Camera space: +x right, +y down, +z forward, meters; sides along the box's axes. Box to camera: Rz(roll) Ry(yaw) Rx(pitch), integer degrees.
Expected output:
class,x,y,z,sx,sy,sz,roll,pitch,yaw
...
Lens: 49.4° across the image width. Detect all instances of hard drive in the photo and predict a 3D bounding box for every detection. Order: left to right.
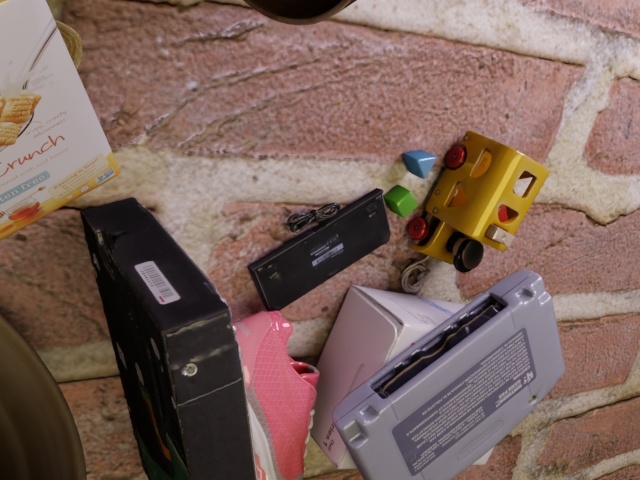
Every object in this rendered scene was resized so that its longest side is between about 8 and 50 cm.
class,x,y,z,sx,sy,sz,roll,pitch,yaw
hard drive,-0.132,0.154,0.651,0.064,0.237,0.338,-17,121,-25

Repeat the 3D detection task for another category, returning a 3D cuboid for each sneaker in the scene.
class,x,y,z,sx,sy,sz,roll,pitch,yaw
sneaker,-0.048,0.214,0.818,0.136,0.116,0.313,-30,126,-19

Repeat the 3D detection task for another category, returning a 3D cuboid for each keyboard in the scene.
class,x,y,z,sx,sy,sz,roll,pitch,yaw
keyboard,0.000,0.000,0.799,0.180,0.023,0.108,-32,134,-17

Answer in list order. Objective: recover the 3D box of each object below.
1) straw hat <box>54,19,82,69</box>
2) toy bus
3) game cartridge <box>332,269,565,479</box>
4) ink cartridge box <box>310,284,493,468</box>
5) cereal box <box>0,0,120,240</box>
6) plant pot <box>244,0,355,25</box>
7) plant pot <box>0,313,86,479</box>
class,x,y,z,sx,sy,sz,roll,pitch,yaw
straw hat,-0.258,-0.140,0.525,0.145,0.144,0.061,-31,83,-16
toy bus,0.192,-0.029,0.856,0.191,0.104,0.202,-28,126,-19
game cartridge,0.164,0.186,0.830,0.294,0.060,0.196,-33,123,-14
ink cartridge box,0.133,0.184,0.919,0.278,0.117,0.201,13,106,-37
cereal box,-0.250,-0.075,0.495,0.173,0.047,0.240,-32,164,-14
plant pot,0.040,-0.315,0.564,0.230,0.215,0.215,-34,129,-34
plant pot,-0.386,0.196,0.493,0.280,0.323,0.323,-39,131,12
